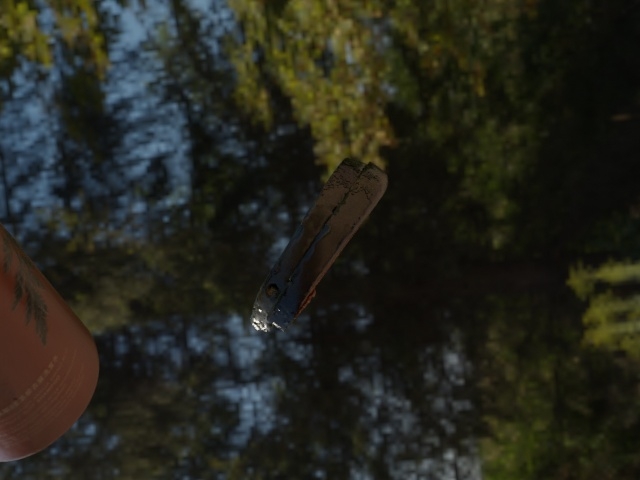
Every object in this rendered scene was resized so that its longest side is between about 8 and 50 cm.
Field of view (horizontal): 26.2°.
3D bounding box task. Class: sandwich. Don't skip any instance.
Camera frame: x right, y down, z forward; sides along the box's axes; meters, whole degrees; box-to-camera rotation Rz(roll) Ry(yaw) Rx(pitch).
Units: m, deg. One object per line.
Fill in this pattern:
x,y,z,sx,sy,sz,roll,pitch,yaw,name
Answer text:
-0.001,0.002,0.669,0.101,0.026,0.069,-56,-1,-3,sandwich

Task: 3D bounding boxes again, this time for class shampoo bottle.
-0.172,0.004,0.552,0.244,0.085,0.085,63,-158,-54,shampoo bottle
